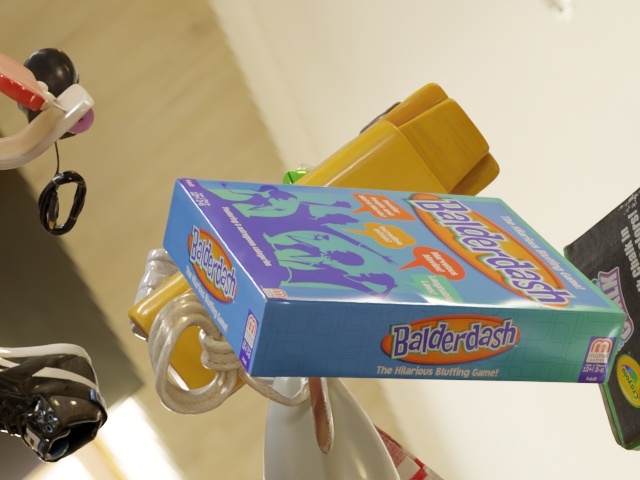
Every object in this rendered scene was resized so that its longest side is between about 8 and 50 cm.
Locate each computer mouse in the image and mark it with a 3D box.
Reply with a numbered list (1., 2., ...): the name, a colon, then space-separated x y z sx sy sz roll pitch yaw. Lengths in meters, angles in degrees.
1. computer mouse: -0.295 -0.103 2.047 0.041 0.071 0.242 -103 -169 -55

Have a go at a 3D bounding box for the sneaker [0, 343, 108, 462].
1. sneaker: -0.311 0.166 1.810 0.121 0.217 0.079 59 -35 40

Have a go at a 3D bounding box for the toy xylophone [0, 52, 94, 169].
1. toy xylophone: -0.302 -0.141 1.272 0.322 0.081 0.236 32 3 -23

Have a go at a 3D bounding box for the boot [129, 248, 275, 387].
1. boot: -0.130 0.100 2.444 0.258 0.123 0.095 28 -28 -34

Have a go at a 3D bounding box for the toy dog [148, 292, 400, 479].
1. toy dog: 0.025 0.144 1.383 0.161 0.220 0.334 15 -45 37

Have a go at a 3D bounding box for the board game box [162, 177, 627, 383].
1. board game box: 0.037 0.021 1.015 0.160 0.210 0.047 -131 -131 -57

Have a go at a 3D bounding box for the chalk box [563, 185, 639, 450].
1. chalk box: 0.314 0.050 1.389 0.289 0.179 0.180 -45 -131 49

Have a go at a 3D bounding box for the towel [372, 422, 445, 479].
1. towel: 0.097 0.374 1.968 0.329 0.237 0.037 39 -9 -17

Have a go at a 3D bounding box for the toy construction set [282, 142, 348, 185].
1. toy construction set: 0.074 0.005 2.221 0.327 0.215 0.151 24 14 19

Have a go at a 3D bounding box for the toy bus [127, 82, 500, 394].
1. toy bus: 0.000 0.000 1.550 0.108 0.332 0.130 53 -9 -2
